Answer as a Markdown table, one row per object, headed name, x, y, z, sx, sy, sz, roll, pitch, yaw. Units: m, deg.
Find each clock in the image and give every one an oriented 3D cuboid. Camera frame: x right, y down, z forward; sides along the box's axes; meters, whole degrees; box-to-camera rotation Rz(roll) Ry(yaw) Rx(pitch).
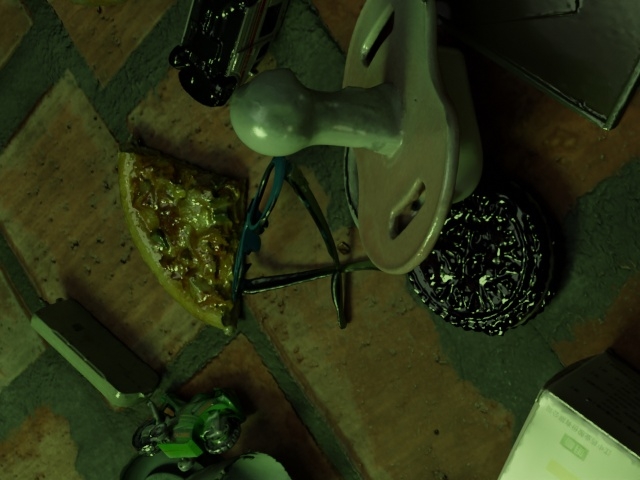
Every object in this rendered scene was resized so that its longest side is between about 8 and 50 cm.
| name | x | y | z | sx | sy | sz | roll | pitch | yaw |
| --- | --- | --- | --- | --- | --- | --- | --- | --- | --- |
| clock | -0.181 | 0.380 | 1.948 | 0.226 | 0.049 | 0.226 | 10 | 107 | 34 |

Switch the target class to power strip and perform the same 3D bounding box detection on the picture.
| name | x | y | z | sx | sy | sz | roll | pitch | yaw |
| --- | --- | --- | --- | --- | --- | --- | --- | --- | --- |
| power strip | -0.312 | 0.148 | 1.962 | 0.227 | 0.080 | 0.029 | 39 | 123 | 23 |

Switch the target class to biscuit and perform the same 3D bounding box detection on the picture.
| name | x | y | z | sx | sy | sz | roll | pitch | yaw |
| --- | --- | --- | --- | --- | --- | --- | --- | --- | --- |
| biscuit | 0.173 | 0.011 | 1.568 | 0.195 | 0.053 | 0.194 | 12 | 110 | 36 |

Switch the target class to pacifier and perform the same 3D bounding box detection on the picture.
| name | x | y | z | sx | sy | sz | roll | pitch | yaw |
| --- | --- | --- | --- | --- | --- | --- | --- | --- | --- |
| pacifier | 0.058 | -0.126 | 1.494 | 0.220 | 0.273 | 0.332 | -22 | 60 | 26 |

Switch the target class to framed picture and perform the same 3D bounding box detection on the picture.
| name | x | y | z | sx | sy | sz | roll | pitch | yaw |
| --- | --- | --- | --- | --- | --- | --- | --- | --- | --- |
| framed picture | 0.233 | -0.253 | 1.468 | 0.260 | 0.023 | 0.189 | 37 | 122 | 24 |

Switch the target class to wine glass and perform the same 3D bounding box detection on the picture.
| name | x | y | z | sx | sy | sz | roll | pitch | yaw |
| --- | --- | --- | --- | --- | --- | --- | --- | --- | --- |
| wine glass | -0.168 | 0.378 | 1.825 | 0.321 | 0.143 | 0.143 | -39 | 78 | 34 |

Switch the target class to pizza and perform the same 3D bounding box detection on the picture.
| name | x | y | z | sx | sy | sz | roll | pitch | yaw |
| --- | --- | --- | --- | --- | --- | --- | --- | --- | --- |
| pizza | -0.166 | -0.019 | 1.816 | 0.197 | 0.058 | 0.292 | -32 | 82 | 38 |

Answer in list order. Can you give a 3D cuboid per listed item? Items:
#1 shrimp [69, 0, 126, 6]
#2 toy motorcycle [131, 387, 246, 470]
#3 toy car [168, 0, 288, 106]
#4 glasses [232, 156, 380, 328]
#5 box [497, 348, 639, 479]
| name | x | y | z | sx | sy | sz | roll | pitch | yaw |
| --- | --- | --- | --- | --- | --- | --- | --- | --- | --- |
| shrimp | -0.253 | -0.485 | 1.731 | 0.221 | 0.110 | 0.445 | 31 | 123 | 21 |
| toy motorcycle | -0.163 | 0.235 | 1.862 | 0.190 | 0.106 | 0.074 | -7 | 130 | 41 |
| toy car | -0.097 | -0.258 | 1.671 | 0.089 | 0.108 | 0.209 | 35 | 125 | 23 |
| glasses | -0.022 | 0.019 | 1.677 | 0.207 | 0.102 | 0.239 | 38 | 140 | 16 |
| box | 0.352 | 0.282 | 1.450 | 0.333 | 0.145 | 0.173 | 36 | 124 | 24 |
